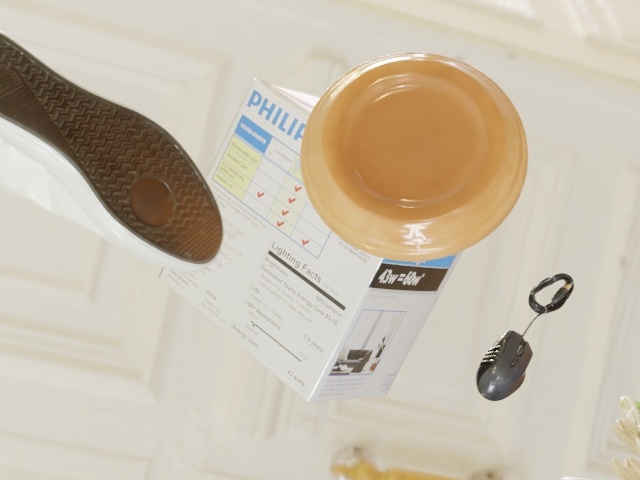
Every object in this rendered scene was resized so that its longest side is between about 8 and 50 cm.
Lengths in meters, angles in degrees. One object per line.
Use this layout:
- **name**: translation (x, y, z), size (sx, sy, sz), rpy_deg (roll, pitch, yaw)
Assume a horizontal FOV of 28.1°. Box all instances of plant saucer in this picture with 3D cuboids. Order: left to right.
- **plant saucer**: translation (0.080, -0.080, 1.106), size (0.037, 0.200, 0.200), rpy_deg (81, -165, -67)

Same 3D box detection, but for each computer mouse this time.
- **computer mouse**: translation (0.307, 0.138, 1.879), size (0.242, 0.071, 0.041), rpy_deg (-52, 10, -22)

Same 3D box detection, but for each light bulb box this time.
- **light bulb box**: translation (0.000, 0.000, 1.966), size (0.358, 0.225, 0.361), rpy_deg (36, 107, 30)

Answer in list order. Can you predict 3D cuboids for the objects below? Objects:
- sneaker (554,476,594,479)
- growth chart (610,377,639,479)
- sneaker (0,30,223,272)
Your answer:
- **sneaker**: translation (0.259, 0.318, 1.221), size (0.108, 0.169, 0.292), rpy_deg (-57, 36, 15)
- **growth chart**: translation (0.276, 0.169, 0.894), size (0.021, 0.172, 0.237), rpy_deg (-59, -3, 24)
- **sneaker**: translation (-0.214, -0.068, 1.092), size (0.123, 0.290, 0.106), rpy_deg (-26, 30, 53)
